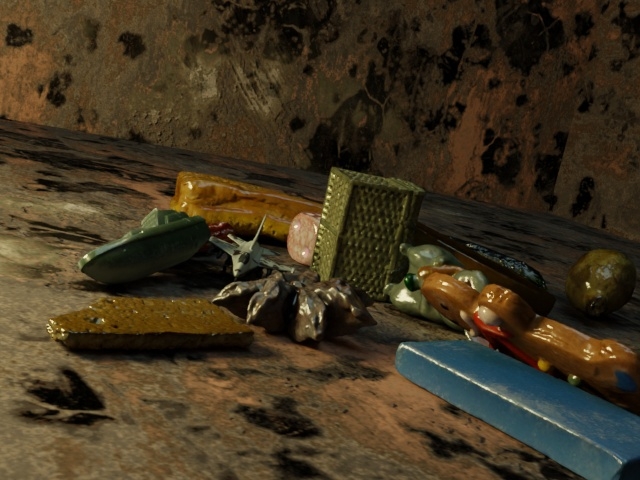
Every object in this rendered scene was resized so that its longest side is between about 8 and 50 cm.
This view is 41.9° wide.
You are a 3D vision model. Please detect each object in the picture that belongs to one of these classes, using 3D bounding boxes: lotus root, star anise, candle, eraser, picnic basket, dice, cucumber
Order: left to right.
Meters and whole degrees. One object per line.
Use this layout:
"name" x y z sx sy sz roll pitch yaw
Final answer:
"candle" -0.222 -0.001 1.397 0.048 0.051 0.329 18 11 17
"star anise" -0.017 0.084 1.099 0.197 0.073 0.212 14 12 25
"dice" 0.000 0.000 1.548 0.093 0.091 0.094 5 11 -40
"picnic basket" 0.084 -0.010 1.400 0.154 0.196 0.134 10 9 -15
"cucumber" 0.348 0.051 1.770 0.300 0.072 0.072 20 12 32
"eraser" 0.236 0.183 0.935 0.144 0.042 0.312 3 13 -41
"lotus root" 0.539 0.086 1.611 0.138 0.138 0.214 15 18 17

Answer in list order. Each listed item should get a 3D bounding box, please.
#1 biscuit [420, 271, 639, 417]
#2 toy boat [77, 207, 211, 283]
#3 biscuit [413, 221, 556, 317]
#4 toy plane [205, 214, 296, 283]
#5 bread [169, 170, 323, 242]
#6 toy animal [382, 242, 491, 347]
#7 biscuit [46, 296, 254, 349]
"biscuit" 0.257 0.128 1.049 0.324 0.049 0.205 29 -15 33
"toy boat" -0.252 0.006 1.185 0.085 0.078 0.260 53 27 6
"biscuit" 0.263 0.048 1.581 0.350 0.070 0.394 23 7 -35
"toy plane" -0.118 0.033 1.298 0.160 0.082 0.234 22 24 -2
"bread" -0.108 -0.050 1.670 0.380 0.109 0.185 11 5 -14
"toy animal" 0.210 0.088 1.254 0.127 0.125 0.251 -24 32 -22
"biscuit" -0.202 0.094 0.951 0.237 0.026 0.131 4 11 -38
